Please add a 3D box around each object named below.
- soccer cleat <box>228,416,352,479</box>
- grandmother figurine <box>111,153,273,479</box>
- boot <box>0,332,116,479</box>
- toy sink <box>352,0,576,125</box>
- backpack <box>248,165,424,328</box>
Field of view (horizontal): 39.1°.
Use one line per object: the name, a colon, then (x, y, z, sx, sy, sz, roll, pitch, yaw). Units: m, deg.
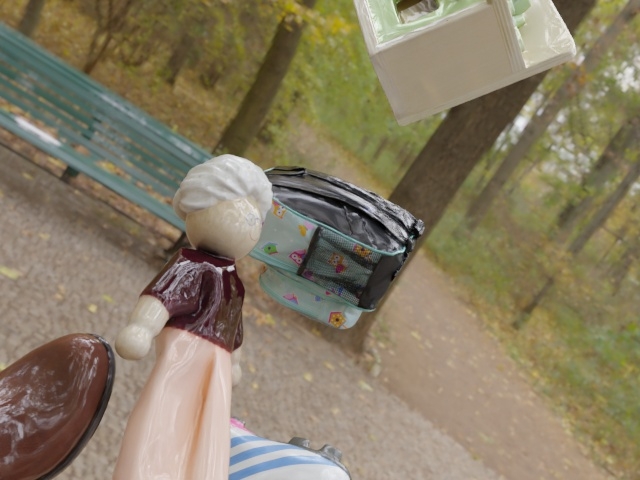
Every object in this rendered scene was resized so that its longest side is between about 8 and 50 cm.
soccer cleat: (-0.124, 0.298, 1.132, 0.331, 0.116, 0.143, 7, 38, 27)
grandmother figurine: (-0.107, 0.090, 0.789, 0.104, 0.343, 0.208, 8, -15, 8)
boot: (-0.303, 0.128, 0.655, 0.096, 0.264, 0.280, 53, -5, 27)
toy sink: (0.172, -0.271, 1.105, 0.131, 0.234, 0.153, 59, 15, -45)
backpack: (0.000, 0.000, 1.017, 0.188, 0.144, 0.166, 32, 24, 4)
